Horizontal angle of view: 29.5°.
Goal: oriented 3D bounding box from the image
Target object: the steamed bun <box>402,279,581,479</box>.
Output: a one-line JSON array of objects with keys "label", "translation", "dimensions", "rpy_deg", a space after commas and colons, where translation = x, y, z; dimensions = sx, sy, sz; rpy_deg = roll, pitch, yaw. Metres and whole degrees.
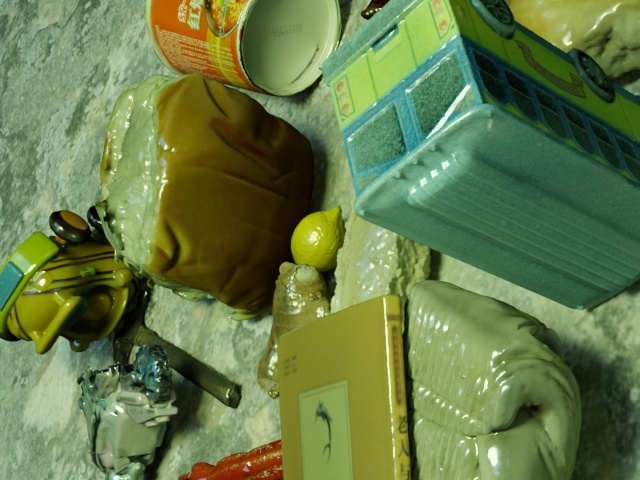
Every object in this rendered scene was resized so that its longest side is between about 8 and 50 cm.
[{"label": "steamed bun", "translation": [0.155, 0.153, 1.074], "dimensions": [0.218, 0.144, 0.211], "rpy_deg": [25, 108, 59]}]

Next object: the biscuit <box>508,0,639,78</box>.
[{"label": "biscuit", "translation": [0.303, -0.260, 1.142], "dimensions": [0.274, 0.091, 0.213], "rpy_deg": [-14, 65, 47]}]

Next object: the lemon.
[{"label": "lemon", "translation": [0.000, 0.000, 1.393], "dimensions": [0.092, 0.065, 0.065], "rpy_deg": [-61, 38, 22]}]

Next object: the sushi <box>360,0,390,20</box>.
[{"label": "sushi", "translation": [0.116, -0.338, 1.291], "dimensions": [0.215, 0.227, 0.212], "rpy_deg": [-31, 58, 44]}]

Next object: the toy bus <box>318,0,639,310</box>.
[{"label": "toy bus", "translation": [0.166, -0.077, 1.035], "dimensions": [0.152, 0.312, 0.190], "rpy_deg": [-39, 47, 32]}]

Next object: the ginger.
[{"label": "ginger", "translation": [-0.024, 0.106, 1.373], "dimensions": [0.096, 0.067, 0.165], "rpy_deg": [27, 112, 45]}]

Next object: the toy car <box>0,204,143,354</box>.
[{"label": "toy car", "translation": [-0.328, 0.069, 1.637], "dimensions": [0.142, 0.248, 0.200], "rpy_deg": [42, 113, 15]}]

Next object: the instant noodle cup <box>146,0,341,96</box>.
[{"label": "instant noodle cup", "translation": [-0.087, -0.279, 1.534], "dimensions": [0.174, 0.213, 0.213], "rpy_deg": [29, 96, 43]}]

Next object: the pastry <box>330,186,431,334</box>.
[{"label": "pastry", "translation": [0.081, -0.008, 1.291], "dimensions": [0.121, 0.089, 0.258], "rpy_deg": [11, 85, 44]}]

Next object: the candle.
[{"label": "candle", "translation": [-0.048, 0.246, 1.347], "dimensions": [0.329, 0.048, 0.051], "rpy_deg": [-25, 47, 40]}]

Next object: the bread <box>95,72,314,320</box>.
[{"label": "bread", "translation": [-0.141, -0.049, 1.430], "dimensions": [0.225, 0.279, 0.250], "rpy_deg": [7, 79, 37]}]

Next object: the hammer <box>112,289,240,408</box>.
[{"label": "hammer", "translation": [-0.187, 0.153, 1.573], "dimensions": [0.297, 0.027, 0.125], "rpy_deg": [20, 88, 51]}]

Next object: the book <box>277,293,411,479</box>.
[{"label": "book", "translation": [0.022, 0.261, 1.152], "dimensions": [0.269, 0.032, 0.388], "rpy_deg": [153, 117, -64]}]

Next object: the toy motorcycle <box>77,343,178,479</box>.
[{"label": "toy motorcycle", "translation": [-0.237, 0.246, 1.524], "dimensions": [0.239, 0.108, 0.204], "rpy_deg": [137, 127, -67]}]
